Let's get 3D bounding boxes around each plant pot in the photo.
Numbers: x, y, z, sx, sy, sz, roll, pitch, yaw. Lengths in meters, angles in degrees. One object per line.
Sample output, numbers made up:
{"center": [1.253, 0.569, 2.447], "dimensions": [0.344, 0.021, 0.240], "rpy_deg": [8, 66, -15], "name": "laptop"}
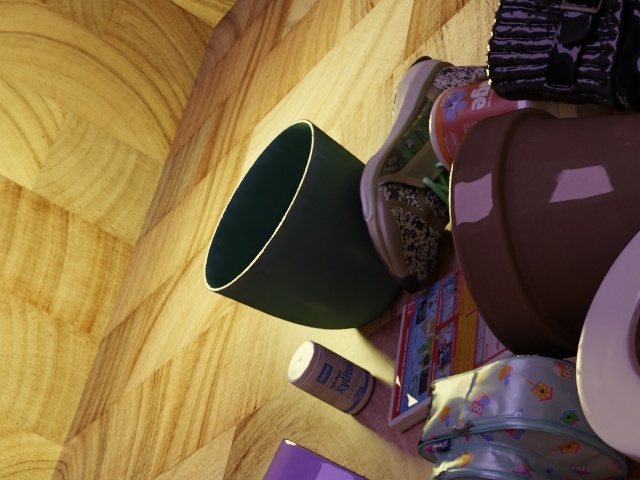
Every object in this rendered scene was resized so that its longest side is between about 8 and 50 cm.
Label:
{"center": [0.000, 0.000, 1.718], "dimensions": [0.293, 0.235, 0.293], "rpy_deg": [-48, 24, 30], "name": "plant pot"}
{"center": [0.291, -0.021, 1.112], "dimensions": [0.229, 0.263, 0.263], "rpy_deg": [-14, 47, 37], "name": "plant pot"}

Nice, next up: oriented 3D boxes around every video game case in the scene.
{"center": [0.190, 0.103, 1.436], "dimensions": [0.285, 0.025, 0.204], "rpy_deg": [-39, 29, 42], "name": "video game case"}

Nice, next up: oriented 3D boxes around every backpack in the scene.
{"center": [0.200, 0.190, 1.089], "dimensions": [0.188, 0.166, 0.144], "rpy_deg": [-40, 29, 49], "name": "backpack"}

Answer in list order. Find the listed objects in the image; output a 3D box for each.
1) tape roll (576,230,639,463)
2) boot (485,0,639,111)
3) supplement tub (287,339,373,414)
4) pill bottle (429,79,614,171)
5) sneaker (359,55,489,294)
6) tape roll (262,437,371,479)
{"center": [0.346, 0.090, 0.883], "dimensions": [0.246, 0.169, 0.246], "rpy_deg": [-49, 22, 28], "name": "tape roll"}
{"center": [0.356, -0.295, 1.281], "dimensions": [0.260, 0.131, 0.348], "rpy_deg": [22, 75, 47], "name": "boot"}
{"center": [0.015, 0.194, 1.601], "dimensions": [0.071, 0.107, 0.071], "rpy_deg": [-48, 24, 29], "name": "supplement tub"}
{"center": [0.257, -0.154, 1.452], "dimensions": [0.216, 0.121, 0.121], "rpy_deg": [-8, 53, 44], "name": "pill bottle"}
{"center": [0.182, -0.115, 1.608], "dimensions": [0.182, 0.158, 0.410], "rpy_deg": [-12, 50, 39], "name": "sneaker"}
{"center": [0.067, 0.292, 1.103], "dimensions": [0.090, 0.275, 0.275], "rpy_deg": [-63, 21, -10], "name": "tape roll"}
